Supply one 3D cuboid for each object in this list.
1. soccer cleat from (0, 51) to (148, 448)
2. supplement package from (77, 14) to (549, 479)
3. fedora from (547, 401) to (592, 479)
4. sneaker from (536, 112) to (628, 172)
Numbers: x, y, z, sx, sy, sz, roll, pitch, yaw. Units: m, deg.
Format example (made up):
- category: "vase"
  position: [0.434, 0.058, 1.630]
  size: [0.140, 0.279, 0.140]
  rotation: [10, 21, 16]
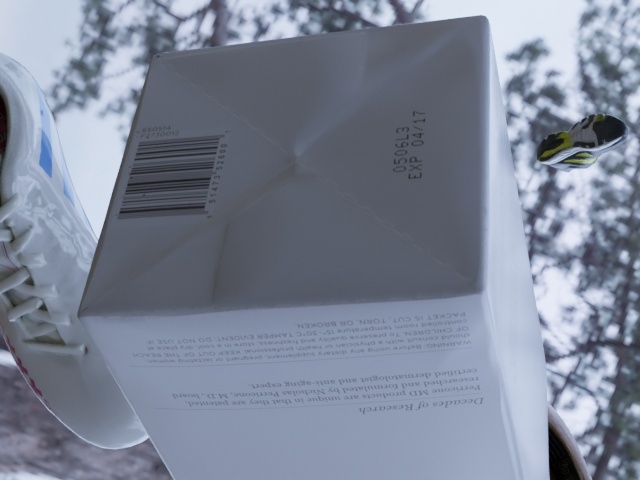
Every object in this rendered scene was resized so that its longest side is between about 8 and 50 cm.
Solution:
- category: "soccer cleat"
  position: [-0.223, 0.008, 0.913]
  size: [0.116, 0.331, 0.143]
  rotation: [-27, 173, 11]
- category: "supplement package"
  position: [0.021, 0.059, 0.645]
  size: [0.293, 0.175, 0.177]
  rotation: [71, 19, -45]
- category: "fedora"
  position: [0.146, 0.200, 0.909]
  size: [0.079, 0.194, 0.194]
  rotation: [-23, -141, 26]
- category: "sneaker"
  position: [0.212, -0.076, 0.973]
  size: [0.083, 0.035, 0.031]
  rotation: [-15, -122, 49]
